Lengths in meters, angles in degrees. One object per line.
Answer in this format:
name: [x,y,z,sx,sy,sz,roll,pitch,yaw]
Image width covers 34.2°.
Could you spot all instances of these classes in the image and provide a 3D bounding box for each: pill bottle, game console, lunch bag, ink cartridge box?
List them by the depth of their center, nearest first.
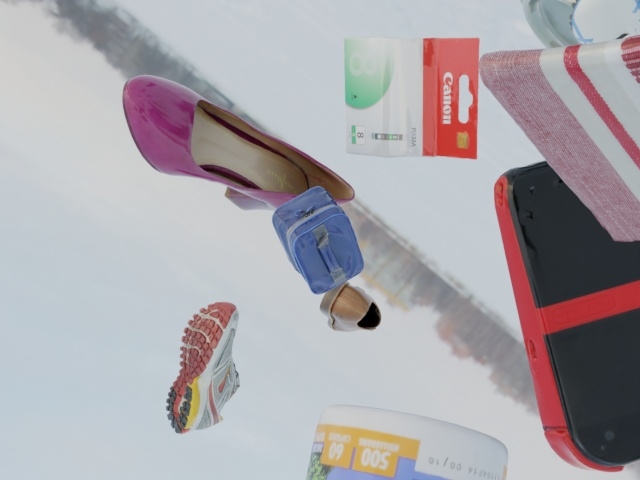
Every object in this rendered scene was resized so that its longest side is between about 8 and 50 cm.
pill bottle: [0.045,0.271,0.779,0.152,0.272,0.152,12,165,3]
lunch bag: [0.000,0.000,1.023,0.065,0.067,0.098,51,169,46]
game console: [0.397,0.051,1.142,0.060,0.386,0.342,167,89,-76]
ink cartridge box: [0.131,-0.212,1.553,0.056,0.181,0.224,-11,-165,-42]

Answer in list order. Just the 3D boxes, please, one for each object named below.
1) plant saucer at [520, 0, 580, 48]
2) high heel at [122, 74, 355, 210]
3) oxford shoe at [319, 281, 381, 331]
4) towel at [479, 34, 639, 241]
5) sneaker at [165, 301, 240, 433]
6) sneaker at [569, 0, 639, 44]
plant saucer: [0.430,-0.349,1.635,0.400,0.100,0.400,40,174,5]
high heel: [-0.102,-0.130,1.406,0.181,0.127,0.377,-1,164,27]
oxford shoe: [0.056,0.110,1.531,0.076,0.076,0.212,29,178,15]
towel: [0.302,-0.074,0.748,0.329,0.037,0.237,2,148,48]
sneaker: [-0.169,0.194,1.619,0.092,0.225,0.088,2,-153,-37]
sneaker: [0.346,-0.199,1.166,0.237,0.085,0.086,49,-170,-45]
